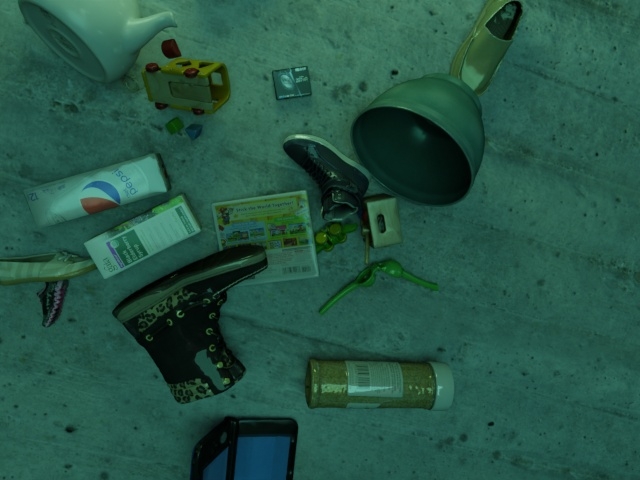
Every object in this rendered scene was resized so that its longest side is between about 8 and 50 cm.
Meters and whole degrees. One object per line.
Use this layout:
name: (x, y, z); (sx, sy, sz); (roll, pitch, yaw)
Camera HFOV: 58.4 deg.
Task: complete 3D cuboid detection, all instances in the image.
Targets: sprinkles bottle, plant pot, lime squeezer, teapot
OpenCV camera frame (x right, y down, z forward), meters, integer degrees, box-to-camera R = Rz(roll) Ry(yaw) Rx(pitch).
sprinkles bottle: (0.144, 0.357, 1.418); (0.356, 0.121, 0.121); (4, 98, -9)
plant pot: (0.242, -0.246, 1.276); (0.293, 0.293, 0.196); (41, 65, -13)
lime squeezer: (0.140, 0.103, 1.420); (0.311, 0.058, 0.109); (-12, 131, -8)
teapot: (-0.457, -0.460, 1.153); (0.256, 0.253, 0.187); (43, 71, -26)

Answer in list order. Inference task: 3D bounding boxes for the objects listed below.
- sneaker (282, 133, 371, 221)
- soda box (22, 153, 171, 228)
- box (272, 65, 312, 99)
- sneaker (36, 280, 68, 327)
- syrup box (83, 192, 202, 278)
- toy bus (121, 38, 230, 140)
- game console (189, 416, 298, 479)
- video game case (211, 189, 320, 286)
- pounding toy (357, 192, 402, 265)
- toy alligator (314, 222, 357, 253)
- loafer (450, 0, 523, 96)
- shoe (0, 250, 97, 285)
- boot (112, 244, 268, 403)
sneaker: (0.002, -0.139, 1.293); (0.226, 0.086, 0.163); (27, 50, -9)
soda box: (-0.483, -0.112, 1.258); (0.287, 0.098, 0.091); (-17, 101, -6)
box: (-0.066, -0.364, 1.322); (0.084, 0.018, 0.067); (-9, 101, -7)
sneaker: (-0.621, 0.138, 1.307); (0.057, 0.047, 0.119); (16, 89, -4)
syrup box: (-0.395, -0.013, 1.288); (0.237, 0.096, 0.093); (-27, 102, -5)
toy bus: (-0.296, -0.344, 1.245); (0.202, 0.104, 0.191); (46, 134, -12)
game console: (-0.186, 0.596, 1.386); (0.174, 0.250, 0.292); (8, 98, 17)
video game case: (-0.127, -0.002, 1.341); (0.227, 0.026, 0.206); (-7, 101, 7)
pounding toy: (0.129, -0.029, 1.348); (0.100, 0.130, 0.141); (-11, 101, -7)
toy alligator: (0.000, 0.000, 1.379); (0.190, 0.056, 0.051); (-33, 58, 4)
loafer: (0.389, -0.454, 1.340); (0.102, 0.092, 0.268); (20, 95, -11)
shoe: (-0.609, 0.056, 1.276); (0.219, 0.076, 0.058); (-7, 105, -6)
boot: (-0.249, 0.193, 1.313); (0.378, 0.138, 0.284); (-24, 102, 4)
